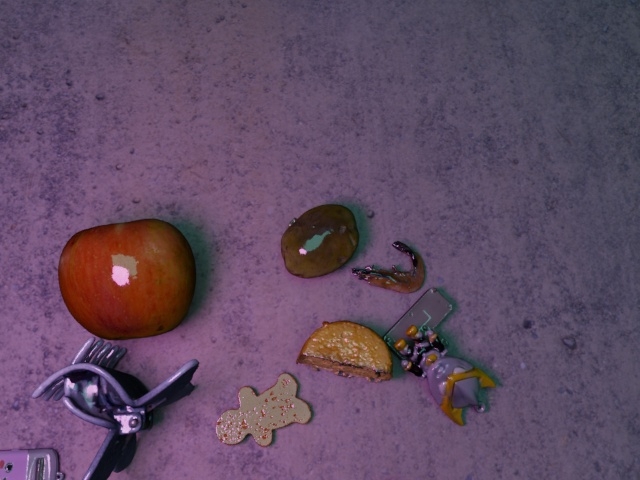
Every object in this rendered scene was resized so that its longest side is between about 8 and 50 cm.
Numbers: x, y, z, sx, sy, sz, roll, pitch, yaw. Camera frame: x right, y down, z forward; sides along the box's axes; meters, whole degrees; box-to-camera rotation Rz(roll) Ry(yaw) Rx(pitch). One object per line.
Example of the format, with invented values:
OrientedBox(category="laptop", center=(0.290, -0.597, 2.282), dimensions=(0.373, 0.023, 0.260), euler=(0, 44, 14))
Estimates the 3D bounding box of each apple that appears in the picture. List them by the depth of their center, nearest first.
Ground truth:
OrientedBox(category="apple", center=(-0.483, 0.100, 1.459), dimensions=(0.339, 0.339, 0.340), euler=(1, 73, -4))

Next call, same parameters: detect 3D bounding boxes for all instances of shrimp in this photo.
OrientedBox(category="shrimp", center=(0.199, 0.071, 1.658), dimensions=(0.219, 0.046, 0.152), euler=(9, 74, -6))

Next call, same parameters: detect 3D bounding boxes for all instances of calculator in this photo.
OrientedBox(category="calculator", center=(-0.770, 0.596, 1.435), dimensions=(0.246, 0.045, 0.141), euler=(0, 74, -5))

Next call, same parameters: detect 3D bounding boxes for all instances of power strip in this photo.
OrientedBox(category="power strip", center=(0.293, 0.252, 1.605), dimensions=(0.145, 0.061, 0.215), euler=(45, 76, 4))

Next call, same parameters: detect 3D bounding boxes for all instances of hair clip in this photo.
OrientedBox(category="hair clip", center=(-0.492, 0.383, 1.380), dimensions=(0.238, 0.318, 0.392), euler=(37, 77, 8))

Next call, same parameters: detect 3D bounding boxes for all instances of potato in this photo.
OrientedBox(category="potato", center=(-0.002, -0.001, 1.617), dimensions=(0.228, 0.148, 0.197), euler=(-13, 60, -5))

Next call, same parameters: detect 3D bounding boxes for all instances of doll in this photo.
OrientedBox(category="doll", center=(0.336, 0.354, 1.541), dimensions=(0.316, 0.103, 0.145), euler=(43, 60, -6))

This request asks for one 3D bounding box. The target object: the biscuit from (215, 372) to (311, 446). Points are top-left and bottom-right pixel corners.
OrientedBox(category="biscuit", center=(-0.160, 0.460, 1.524), dimensions=(0.250, 0.036, 0.165), euler=(-24, 76, -14))

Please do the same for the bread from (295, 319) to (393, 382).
OrientedBox(category="bread", center=(0.074, 0.287, 1.532), dimensions=(0.260, 0.160, 0.147), euler=(11, 67, 6))
